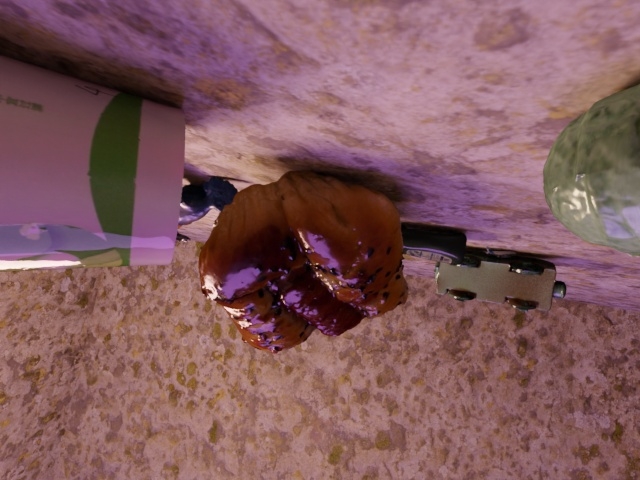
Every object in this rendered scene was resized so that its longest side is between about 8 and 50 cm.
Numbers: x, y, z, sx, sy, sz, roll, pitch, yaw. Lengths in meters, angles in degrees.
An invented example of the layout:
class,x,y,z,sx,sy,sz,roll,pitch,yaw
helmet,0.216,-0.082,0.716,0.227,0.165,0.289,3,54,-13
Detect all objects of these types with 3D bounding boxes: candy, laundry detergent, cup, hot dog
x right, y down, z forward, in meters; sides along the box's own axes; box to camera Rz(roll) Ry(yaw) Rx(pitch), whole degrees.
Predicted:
class,x,y,z,sx,sy,sz,roll,pitch,yaw
candy,0.304,-0.069,0.147,0.119,0.119,0.440,13,166,-27
laundry detergent,0.229,0.007,0.963,0.222,0.078,0.144,7,177,16
cup,-0.294,-0.074,0.431,0.274,0.252,0.253,4,177,-25
hot dog,-0.019,0.046,0.716,0.368,0.196,0.365,-16,141,0

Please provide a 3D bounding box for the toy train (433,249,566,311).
class,x,y,z,sx,sy,sz,roll,pitch,yaw
toy train,0.482,0.105,1.101,0.327,0.129,0.159,6,-165,24

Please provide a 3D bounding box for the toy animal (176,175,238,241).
class,x,y,z,sx,sy,sz,roll,pitch,yaw
toy animal,-0.292,-0.081,0.843,0.256,0.176,0.239,24,-164,10

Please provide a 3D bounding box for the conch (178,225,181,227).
class,x,y,z,sx,sy,sz,roll,pitch,yaw
conch,-0.403,-0.092,0.962,0.093,0.109,0.330,-14,164,21

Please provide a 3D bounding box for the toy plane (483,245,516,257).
class,x,y,z,sx,sy,sz,roll,pitch,yaw
toy plane,0.474,0.034,1.058,0.085,0.024,0.078,10,-168,-5
